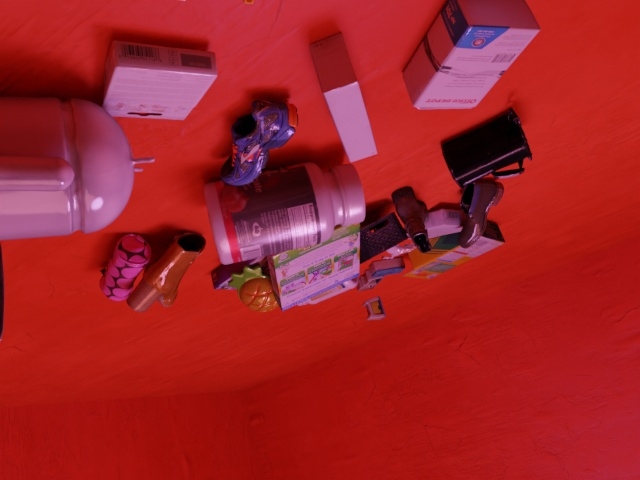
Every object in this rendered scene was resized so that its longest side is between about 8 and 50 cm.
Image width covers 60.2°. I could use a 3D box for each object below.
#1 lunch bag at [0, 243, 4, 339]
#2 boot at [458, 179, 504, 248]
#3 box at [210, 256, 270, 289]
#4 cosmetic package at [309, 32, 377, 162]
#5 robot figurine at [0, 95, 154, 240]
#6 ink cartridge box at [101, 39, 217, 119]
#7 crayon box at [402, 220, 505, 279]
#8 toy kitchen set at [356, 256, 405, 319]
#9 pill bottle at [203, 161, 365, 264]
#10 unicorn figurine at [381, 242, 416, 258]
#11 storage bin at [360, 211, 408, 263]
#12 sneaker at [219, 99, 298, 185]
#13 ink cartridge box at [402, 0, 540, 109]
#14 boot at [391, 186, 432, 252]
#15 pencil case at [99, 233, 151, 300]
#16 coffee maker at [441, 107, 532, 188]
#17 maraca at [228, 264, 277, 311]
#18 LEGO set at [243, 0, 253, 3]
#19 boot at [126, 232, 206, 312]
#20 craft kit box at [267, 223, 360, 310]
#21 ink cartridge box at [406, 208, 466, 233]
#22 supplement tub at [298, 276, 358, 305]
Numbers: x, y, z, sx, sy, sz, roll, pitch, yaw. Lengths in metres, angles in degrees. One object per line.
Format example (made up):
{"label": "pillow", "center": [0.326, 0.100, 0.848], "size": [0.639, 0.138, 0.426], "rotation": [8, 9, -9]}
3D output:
{"label": "lunch bag", "center": [-0.678, 0.082, 1.009], "size": [0.168, 0.236, 0.287], "rotation": [-5, 156, -23]}
{"label": "boot", "center": [0.427, -0.080, 1.583], "size": [0.106, 0.082, 0.219], "rotation": [9, 115, -30]}
{"label": "box", "center": [-0.154, 0.064, 1.601], "size": [0.200, 0.057, 0.293], "rotation": [8, 148, -45]}
{"label": "cosmetic package", "center": [0.044, -0.234, 0.949], "size": [0.060, 0.099, 0.239], "rotation": [-19, 158, 6]}
{"label": "robot figurine", "center": [-0.427, -0.102, 0.787], "size": [0.353, 0.200, 0.300], "rotation": [-6, -165, -25]}
{"label": "ink cartridge box", "center": [-0.252, -0.235, 0.835], "size": [0.145, 0.045, 0.179], "rotation": [-4, 174, -30]}
{"label": "crayon box", "center": [0.452, 0.032, 1.935], "size": [0.322, 0.083, 0.203], "rotation": [-32, 154, 33]}
{"label": "toy kitchen set", "center": [0.236, 0.183, 2.034], "size": [0.122, 0.166, 0.207], "rotation": [-8, 158, -20]}
{"label": "pill bottle", "center": [-0.074, -0.067, 1.168], "size": [0.318, 0.177, 0.176], "rotation": [-13, 159, -9]}
{"label": "unicorn figurine", "center": [0.225, 0.022, 1.744], "size": [0.161, 0.060, 0.111], "rotation": [8, 164, -45]}
{"label": "storage bin", "center": [0.156, -0.004, 1.539], "size": [0.122, 0.084, 0.180], "rotation": [-28, 175, -10]}
{"label": "sneaker", "center": [-0.131, -0.182, 1.002], "size": [0.087, 0.083, 0.221], "rotation": [16, 139, -32]}
{"label": "ink cartridge box", "center": [0.244, -0.312, 0.924], "size": [0.139, 0.082, 0.191], "rotation": [-7, 158, -23]}
{"label": "boot", "center": [0.264, -0.034, 1.521], "size": [0.083, 0.161, 0.246], "rotation": [-23, 158, 16]}
{"label": "pencil case", "center": [-0.468, 0.062, 1.324], "size": [0.095, 0.098, 0.209], "rotation": [39, 139, -9]}
{"label": "coffee maker", "center": [0.371, -0.212, 1.256], "size": [0.178, 0.120, 0.171], "rotation": [-25, 134, 18]}
{"label": "maraca", "center": [-0.177, 0.135, 1.553], "size": [0.127, 0.099, 0.186], "rotation": [-31, 130, 10]}
{"label": "LEGO set", "center": [-0.168, -0.339, 0.583], "size": [0.286, 0.107, 0.132], "rotation": [12, 110, -44]}
{"label": "boot", "center": [-0.362, 0.068, 1.397], "size": [0.211, 0.104, 0.295], "rotation": [-47, -177, 5]}
{"label": "craft kit box", "center": [-0.013, 0.053, 1.455], "size": [0.249, 0.061, 0.247], "rotation": [-23, 146, -16]}
{"label": "ink cartridge box", "center": [0.359, -0.048, 1.743], "size": [0.189, 0.066, 0.232], "rotation": [1, 174, -39]}
{"label": "supplement tub", "center": [0.002, 0.111, 1.713], "size": [0.199, 0.145, 0.144], "rotation": [-24, 158, 19]}
